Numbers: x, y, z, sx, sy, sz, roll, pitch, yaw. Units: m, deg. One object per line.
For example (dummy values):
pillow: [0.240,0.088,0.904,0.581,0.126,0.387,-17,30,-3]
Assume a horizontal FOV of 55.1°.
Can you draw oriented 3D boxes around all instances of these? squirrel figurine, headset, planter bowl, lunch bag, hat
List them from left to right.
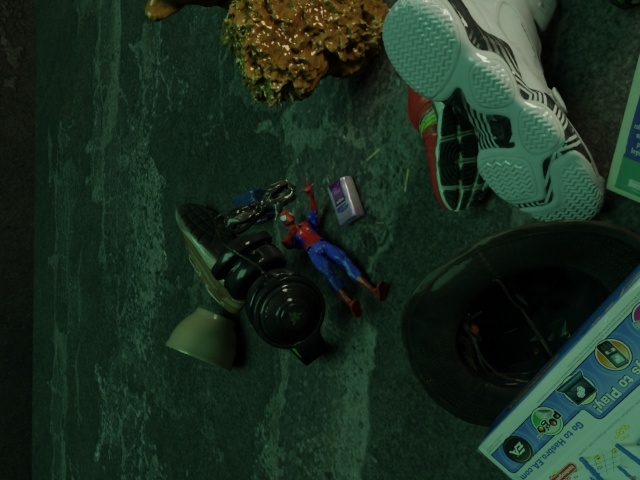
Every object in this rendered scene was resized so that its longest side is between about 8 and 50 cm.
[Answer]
planter bowl: [-0.259,0.220,1.410,0.162,0.162,0.109,6,69,48]
lunch bag: [-0.137,-0.066,1.306,0.098,0.067,0.065,-19,78,46]
squirrel figurine: [-0.093,-0.414,1.011,0.281,0.370,0.397,-53,55,36]
headset: [-0.075,0.064,1.102,0.243,0.185,0.394,45,166,36]
hat: [0.270,0.088,0.786,0.331,0.134,0.331,5,119,8]

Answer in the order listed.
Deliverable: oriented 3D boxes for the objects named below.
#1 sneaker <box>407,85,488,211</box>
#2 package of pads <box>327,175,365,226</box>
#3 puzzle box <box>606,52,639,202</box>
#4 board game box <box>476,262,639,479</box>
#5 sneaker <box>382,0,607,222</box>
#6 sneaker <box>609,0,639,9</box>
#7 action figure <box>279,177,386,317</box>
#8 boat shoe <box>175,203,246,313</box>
sneaker: [0.188,-0.175,0.931,0.118,0.107,0.279,156,110,-66]
package of pads: [0.047,-0.071,1.123,0.050,0.032,0.083,-34,67,41]
puzzle box: [0.478,-0.095,0.544,0.409,0.052,0.272,36,141,41]
board game box: [0.380,0.216,0.643,0.302,0.086,0.308,40,122,16]
sneaker: [0.260,-0.203,0.794,0.366,0.210,0.137,46,148,-7]
sneaker: [0.374,-0.419,0.643,0.134,0.146,0.344,-77,-10,-55]
action figure: [0.000,0.000,1.113,0.280,0.091,0.139,42,155,40]
boat shoe: [-0.255,0.037,1.409,0.324,0.123,0.116,51,129,36]
